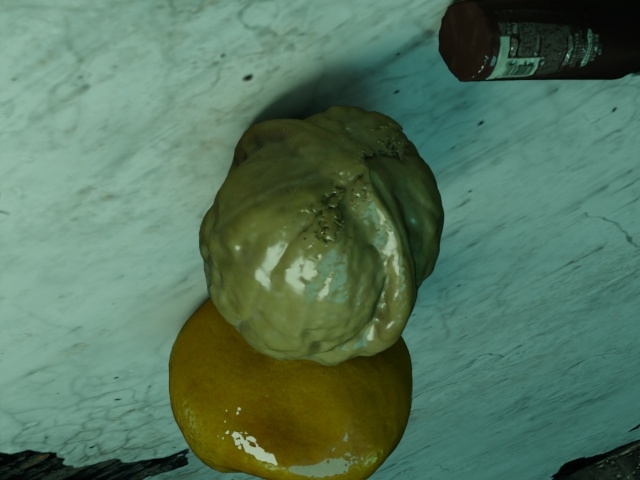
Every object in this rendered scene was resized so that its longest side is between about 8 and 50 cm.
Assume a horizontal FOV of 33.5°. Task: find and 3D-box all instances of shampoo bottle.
[{"bbox_3d":[0.205,-0.161,0.824,0.236,0.067,0.068,-8,164,-29],"label":"shampoo bottle"}]

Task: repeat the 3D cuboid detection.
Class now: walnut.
[{"bbox_3d":[0.000,0.000,0.838,0.198,0.198,0.245,-12,156,-19],"label":"walnut"}]

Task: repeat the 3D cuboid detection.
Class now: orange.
[{"bbox_3d":[-0.024,0.137,1.057,0.249,0.249,0.183,-11,137,-21],"label":"orange"}]
